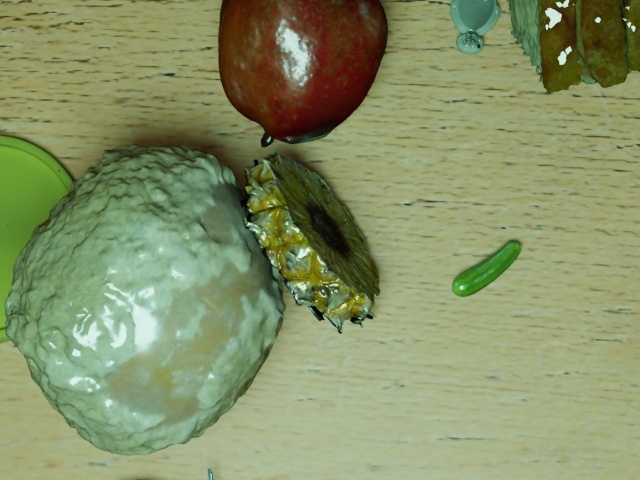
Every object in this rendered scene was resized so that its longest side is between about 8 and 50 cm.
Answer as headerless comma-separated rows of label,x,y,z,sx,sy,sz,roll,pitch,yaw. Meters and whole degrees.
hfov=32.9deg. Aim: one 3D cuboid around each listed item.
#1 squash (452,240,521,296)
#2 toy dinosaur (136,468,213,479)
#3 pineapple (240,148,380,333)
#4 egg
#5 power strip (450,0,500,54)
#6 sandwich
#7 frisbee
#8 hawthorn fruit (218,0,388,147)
squash,0.179,0.032,1.158,0.089,0.027,0.027,-33,81,-4
toy dinosaur,-0.196,0.296,1.141,0.197,0.045,0.080,-24,78,10
pineapple,0.000,0.000,1.091,0.047,0.221,0.221,-32,81,20
egg,-0.169,0.056,1.067,0.279,0.279,0.310,0,57,4
power strip,0.169,-0.247,1.191,0.055,0.035,0.083,9,81,5
sandwich,0.248,-0.319,1.071,0.131,0.325,0.262,-9,117,3
frisbee,-0.371,-0.002,1.207,0.235,0.017,0.236,-1,82,5
hawthorn fruit,-0.025,-0.193,1.137,0.185,0.185,0.202,18,101,6
